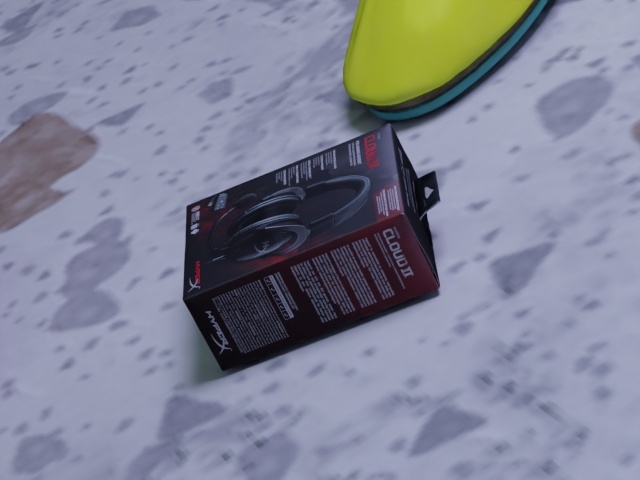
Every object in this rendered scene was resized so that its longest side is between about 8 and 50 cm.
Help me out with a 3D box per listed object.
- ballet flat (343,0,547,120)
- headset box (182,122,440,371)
[{"bbox_3d":[0.071,-0.140,0.764,0.077,0.077,0.231,6,42,44],"label":"ballet flat"},{"bbox_3d":[0.000,0.000,0.638,0.083,0.032,0.062,-22,29,11],"label":"headset box"}]
